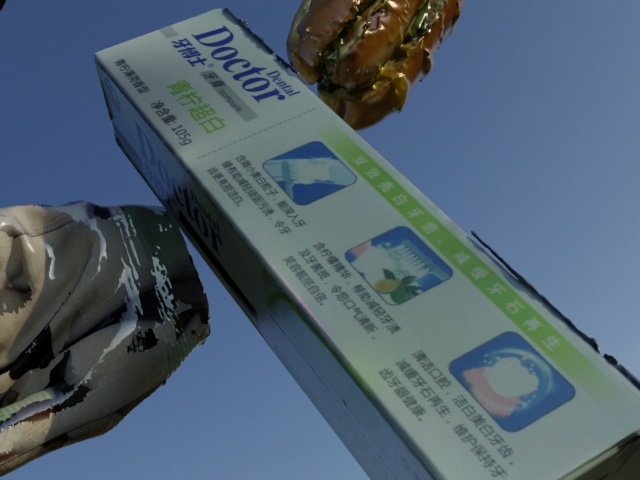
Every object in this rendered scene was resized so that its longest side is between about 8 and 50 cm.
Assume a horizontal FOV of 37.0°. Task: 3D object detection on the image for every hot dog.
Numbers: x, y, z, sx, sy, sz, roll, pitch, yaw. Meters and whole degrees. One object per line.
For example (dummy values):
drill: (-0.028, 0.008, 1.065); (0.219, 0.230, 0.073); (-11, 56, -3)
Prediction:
hot dog: (0.061, -0.194, 0.630); (0.072, 0.268, 0.115); (2, -31, 49)

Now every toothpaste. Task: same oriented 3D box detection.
toothpaste: (0.000, 0.000, 0.432); (0.081, 0.336, 0.067); (-25, -44, -20)

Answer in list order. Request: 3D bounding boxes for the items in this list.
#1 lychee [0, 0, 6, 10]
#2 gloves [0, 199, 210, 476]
lychee: (-0.227, -0.121, 0.339); (0.264, 0.300, 0.264); (-28, 10, 5)
gloves: (-0.160, 0.046, 0.462); (0.212, 0.127, 0.111); (-14, 8, -29)
